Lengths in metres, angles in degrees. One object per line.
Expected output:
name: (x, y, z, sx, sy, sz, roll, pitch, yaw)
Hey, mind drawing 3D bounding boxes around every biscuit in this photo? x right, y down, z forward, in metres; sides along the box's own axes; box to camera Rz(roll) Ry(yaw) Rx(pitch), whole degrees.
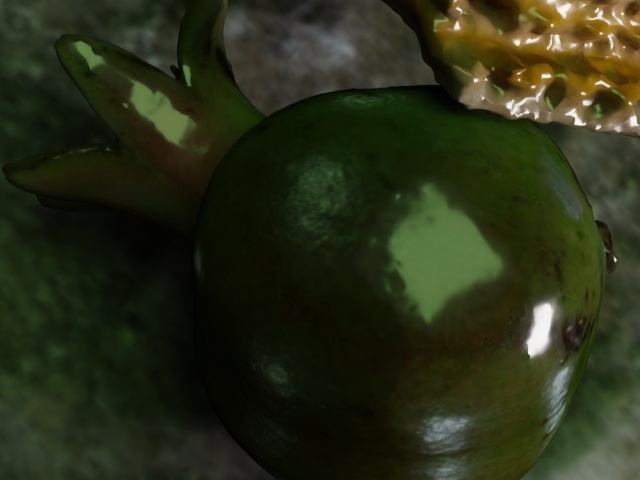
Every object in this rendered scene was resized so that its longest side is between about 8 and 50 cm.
biscuit: (0.010, -0.184, 0.672, 0.094, 0.054, 0.379, 5, 42, -34)

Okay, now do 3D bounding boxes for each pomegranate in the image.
pomegranate: (0.000, 0.000, 0.617, 0.191, 0.152, 0.131, 32, 63, 19)
